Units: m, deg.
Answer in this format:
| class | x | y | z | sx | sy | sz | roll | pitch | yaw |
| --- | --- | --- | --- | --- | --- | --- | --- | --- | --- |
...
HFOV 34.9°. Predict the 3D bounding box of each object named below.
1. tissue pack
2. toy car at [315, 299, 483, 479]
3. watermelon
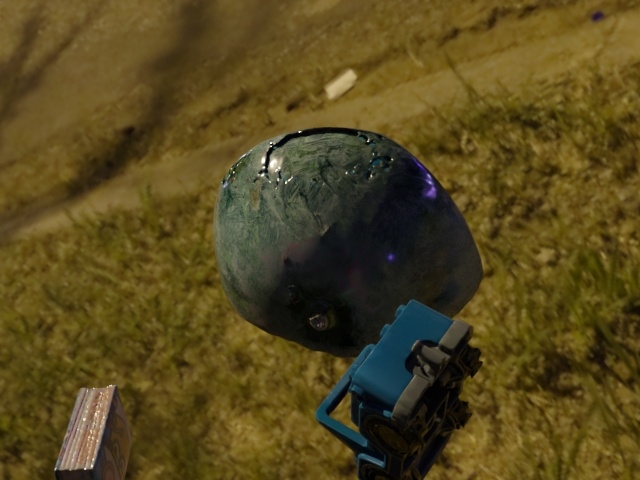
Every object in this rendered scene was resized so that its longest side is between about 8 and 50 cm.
| class | x | y | z | sx | sy | sz | roll | pitch | yaw |
| --- | --- | --- | --- | --- | --- | --- | --- | --- | --- |
| tissue pack | -0.295 | 0.284 | 1.341 | 0.065 | 0.116 | 0.155 | -5 | 35 | 3 |
| toy car | 0.057 | 0.123 | 0.794 | 0.100 | 0.191 | 0.097 | 28 | 58 | 22 |
| watermelon | -0.001 | 0.005 | 1.089 | 0.321 | 0.188 | 0.175 | -2 | 48 | 21 |
